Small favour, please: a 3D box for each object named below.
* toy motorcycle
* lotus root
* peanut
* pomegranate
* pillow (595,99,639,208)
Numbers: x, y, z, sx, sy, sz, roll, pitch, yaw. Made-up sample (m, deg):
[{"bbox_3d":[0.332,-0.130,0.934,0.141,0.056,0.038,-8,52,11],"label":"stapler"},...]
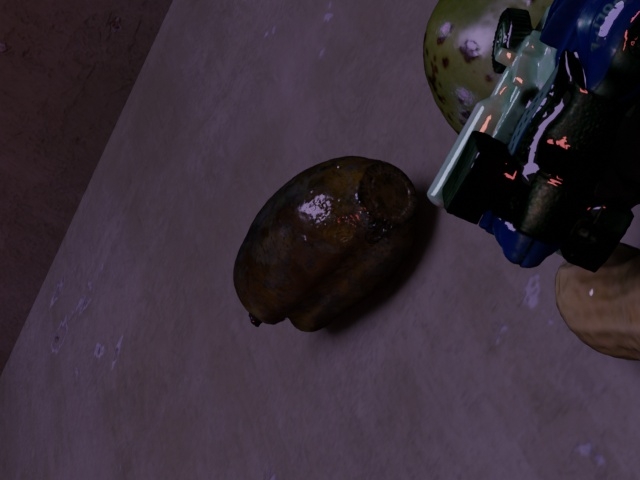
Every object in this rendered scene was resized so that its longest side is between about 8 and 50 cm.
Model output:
[{"bbox_3d":[0.195,-0.135,0.850,0.196,0.125,0.331,-91,25,-69],"label":"toy motorcycle"},{"bbox_3d":[0.000,0.000,1.425,0.275,0.152,0.160,-39,30,46],"label":"lotus root"},{"bbox_3d":[0.247,0.046,0.940,0.214,0.090,0.098,7,122,65],"label":"peanut"},{"bbox_3d":[0.214,-0.144,1.066,0.248,0.214,0.214,46,120,24],"label":"pomegranate"},{"bbox_3d":[0.254,-0.085,0.963,0.241,0.051,0.093,-35,77,21],"label":"pillow"}]
